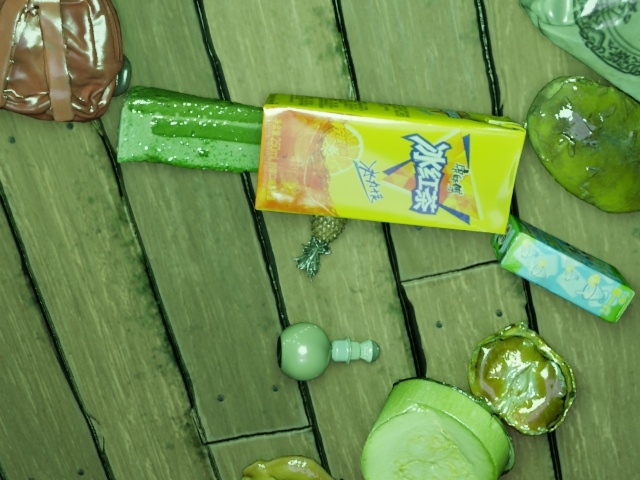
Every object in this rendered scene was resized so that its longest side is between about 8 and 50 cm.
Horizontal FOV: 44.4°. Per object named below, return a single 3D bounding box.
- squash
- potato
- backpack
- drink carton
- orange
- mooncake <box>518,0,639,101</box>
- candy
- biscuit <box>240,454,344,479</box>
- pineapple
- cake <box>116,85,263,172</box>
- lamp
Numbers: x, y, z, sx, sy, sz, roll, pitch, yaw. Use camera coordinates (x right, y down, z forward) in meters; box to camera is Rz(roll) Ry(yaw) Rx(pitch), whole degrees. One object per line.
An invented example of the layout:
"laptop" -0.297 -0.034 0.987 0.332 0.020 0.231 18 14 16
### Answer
"squash" 0.177 0.318 1.194 0.220 0.133 0.220 18 129 24
"potato" 0.386 -0.125 1.070 0.251 0.113 0.149 40 103 -15
"backpack" -0.372 -0.273 1.065 0.229 0.139 0.230 2 112 4
"drink carton" 0.091 -0.110 1.092 0.351 0.111 0.155 6 111 -2
"orange" 0.303 0.215 1.201 0.160 0.112 0.170 0 70 5
"mooncake" 0.418 -0.325 0.994 0.250 0.136 0.255 28 109 -9
"candy" 0.349 0.039 1.144 0.194 0.097 0.062 26 110 -6
"biscuit" -0.036 0.477 1.354 0.203 0.041 0.260 -37 101 15
"pineapple" 0.000 0.000 1.188 0.058 0.058 0.124 21 123 -3
"cake" -0.173 -0.149 1.118 0.235 0.099 0.100 11 111 -1
"lamp" 0.015 0.174 1.229 0.163 0.091 0.091 2 110 -11
